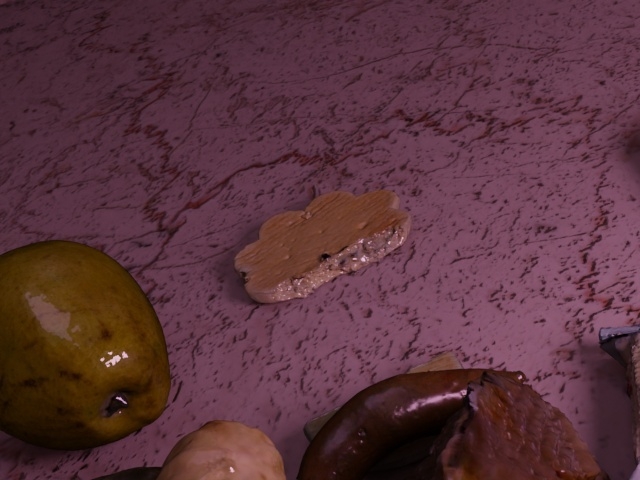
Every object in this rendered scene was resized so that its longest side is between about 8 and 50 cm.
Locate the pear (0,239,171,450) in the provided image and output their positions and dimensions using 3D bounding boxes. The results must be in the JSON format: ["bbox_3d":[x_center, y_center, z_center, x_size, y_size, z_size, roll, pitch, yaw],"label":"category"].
[{"bbox_3d":[-0.312,0.130,1.509,0.253,0.253,0.307,-35,45,-21],"label":"pear"}]

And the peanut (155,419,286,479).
[{"bbox_3d":[-0.100,0.315,1.092,0.147,0.147,0.319,-3,69,27],"label":"peanut"}]

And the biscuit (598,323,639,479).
[{"bbox_3d":[0.363,0.161,1.189,0.186,0.079,0.309,-6,27,15],"label":"biscuit"}]

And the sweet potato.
[{"bbox_3d":[0.054,0.213,1.271,0.346,0.079,0.108,-40,62,-13],"label":"sweet potato"}]

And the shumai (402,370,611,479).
[{"bbox_3d":[0.116,0.295,1.122,0.283,0.217,0.346,-46,10,22],"label":"shumai"}]

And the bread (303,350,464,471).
[{"bbox_3d":[0.088,0.203,1.352,0.192,0.036,0.112,-27,40,-8],"label":"bread"}]

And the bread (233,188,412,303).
[{"bbox_3d":[0.000,0.000,1.710,0.250,0.039,0.182,-25,31,-6],"label":"bread"}]

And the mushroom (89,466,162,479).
[{"bbox_3d":[-0.195,0.308,1.232,0.189,0.164,0.267,8,41,37],"label":"mushroom"}]
